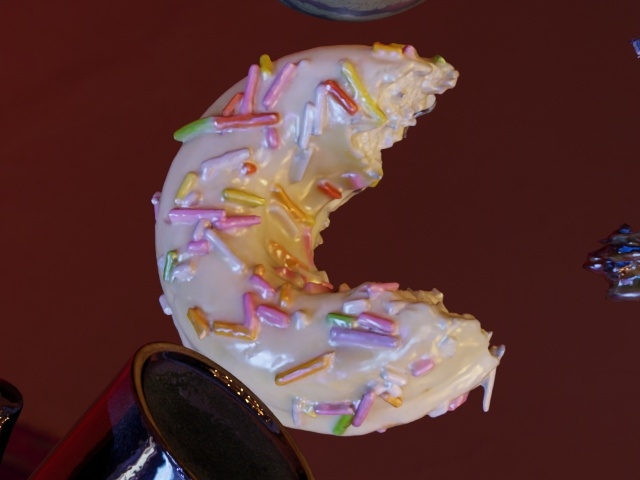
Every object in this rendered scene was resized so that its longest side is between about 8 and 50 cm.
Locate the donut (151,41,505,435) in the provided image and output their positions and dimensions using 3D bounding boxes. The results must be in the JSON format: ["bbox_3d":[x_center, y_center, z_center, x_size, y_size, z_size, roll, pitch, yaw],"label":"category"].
[{"bbox_3d":[-0.008,-0.006,1.769,0.150,0.307,0.371,46,34,-66],"label":"donut"}]

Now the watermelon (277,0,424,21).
[{"bbox_3d":[0.023,-0.260,1.403,0.212,0.212,0.212,-41,140,-46],"label":"watermelon"}]

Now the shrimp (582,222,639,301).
[{"bbox_3d":[0.333,0.032,1.346,0.222,0.290,0.054,40,55,-60],"label":"shrimp"}]

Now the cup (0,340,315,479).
[{"bbox_3d":[-0.145,0.161,1.296,0.177,0.239,0.166,-44,-168,19],"label":"cup"}]

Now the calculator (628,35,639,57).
[{"bbox_3d":[0.422,-0.250,1.822,0.161,0.261,0.021,-24,86,-48],"label":"calculator"}]
